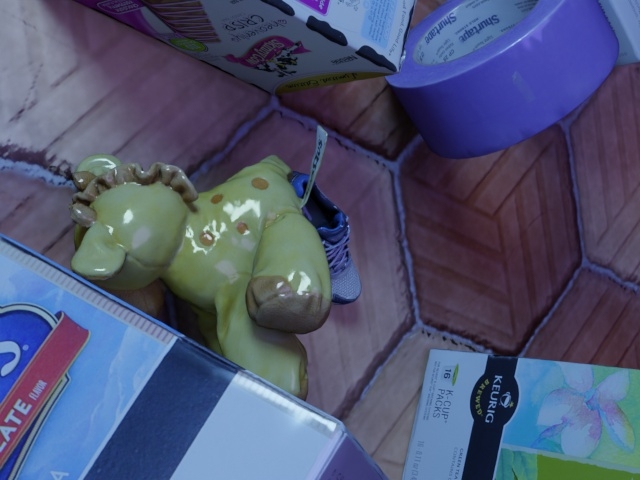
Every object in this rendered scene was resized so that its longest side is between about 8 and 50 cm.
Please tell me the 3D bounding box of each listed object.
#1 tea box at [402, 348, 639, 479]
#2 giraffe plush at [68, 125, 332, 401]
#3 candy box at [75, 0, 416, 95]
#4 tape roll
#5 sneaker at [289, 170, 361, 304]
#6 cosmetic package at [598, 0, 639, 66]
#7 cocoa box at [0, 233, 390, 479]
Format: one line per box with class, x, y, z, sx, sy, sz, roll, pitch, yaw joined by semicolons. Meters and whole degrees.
tea box;0.296;0.245;0.971;0.329;0.323;0.220;22;75;-36
giraffe plush;-0.095;0.012;0.780;0.170;0.181;0.210;6;95;-18
candy box;-0.069;-0.184;0.794;0.233;0.159;0.071;20;77;-36
tape roll;0.155;-0.160;0.956;0.189;0.189;0.080;-49;117;-29
sneaker;0.000;0.000;0.908;0.052;0.058;0.135;-47;117;-30
cosmetic package;0.256;-0.275;1.066;0.184;0.151;0.151;-49;118;-29
cocoa box;-0.146;0.218;0.595;0.347;0.228;0.231;-59;159;-14
